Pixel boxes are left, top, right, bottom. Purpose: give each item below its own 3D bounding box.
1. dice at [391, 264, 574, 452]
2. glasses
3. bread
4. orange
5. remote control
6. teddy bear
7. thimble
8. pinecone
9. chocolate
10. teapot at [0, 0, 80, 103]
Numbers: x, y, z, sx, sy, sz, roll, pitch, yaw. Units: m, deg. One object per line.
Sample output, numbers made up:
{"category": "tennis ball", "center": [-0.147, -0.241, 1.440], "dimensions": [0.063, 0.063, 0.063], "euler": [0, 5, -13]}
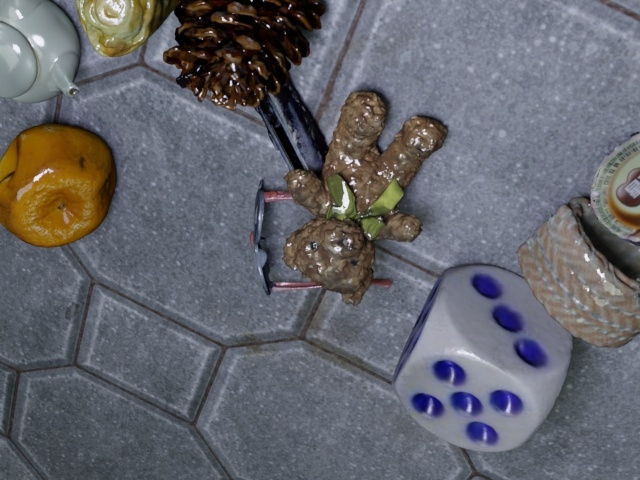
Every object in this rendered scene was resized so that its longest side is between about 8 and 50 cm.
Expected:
{"category": "dice", "center": [0.282, 0.206, 1.674], "dimensions": [0.251, 0.259, 0.243], "euler": [27, 132, 2]}
{"category": "glasses", "center": [0.000, 0.000, 1.784], "dimensions": [0.269, 0.118, 0.234], "euler": [-1, 128, 0]}
{"category": "bread", "center": [-0.280, -0.381, 1.439], "dimensions": [0.130, 0.267, 0.152], "euler": [20, 131, 0]}
{"category": "orange", "center": [-0.505, -0.113, 1.819], "dimensions": [0.249, 0.183, 0.249], "euler": [-20, 141, -17]}
{"category": "remote control", "center": [-0.066, -0.209, 1.616], "dimensions": [0.090, 0.066, 0.265], "euler": [-14, 121, 31]}
{"category": "teddy bear", "center": [0.059, -0.067, 1.560], "dimensions": [0.246, 0.222, 0.296], "euler": [22, 138, -9]}
{"category": "thimble", "center": [0.448, 0.049, 1.517], "dimensions": [0.229, 0.196, 0.148], "euler": [53, 133, 18]}
{"category": "pinecone", "center": [-0.115, -0.324, 1.431], "dimensions": [0.224, 0.272, 0.224], "euler": [12, 164, 4]}
{"category": "chocolate", "center": [0.529, -0.052, 1.416], "dimensions": [0.221, 0.221, 0.147], "euler": [-16, 140, 34]}
{"category": "teapot", "center": [-0.538, -0.380, 1.632], "dimensions": [0.220, 0.149, 0.318], "euler": [-6, 121, 22]}
